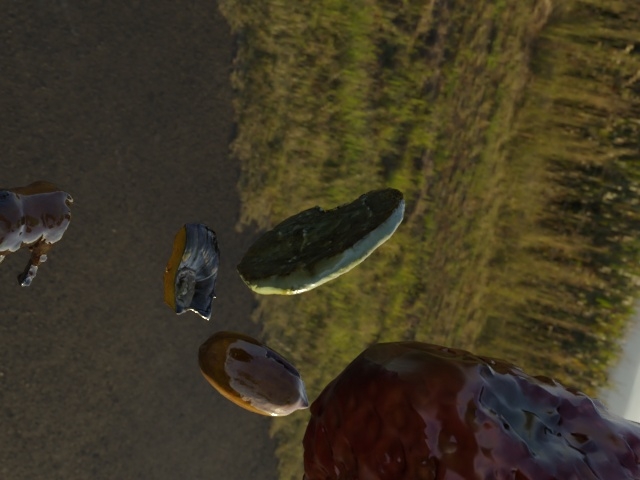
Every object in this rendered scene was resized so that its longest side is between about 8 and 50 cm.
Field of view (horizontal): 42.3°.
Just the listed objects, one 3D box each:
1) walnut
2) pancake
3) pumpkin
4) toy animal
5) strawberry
[{"bbox_3d":[-0.104,0.218,1.340,0.116,0.207,0.116,-56,-170,16],"label":"walnut"},{"bbox_3d":[0.000,0.000,1.124,0.253,0.253,0.037,-51,122,-48],"label":"pancake"},{"bbox_3d":[-0.135,0.031,0.860,0.073,0.035,0.101,9,89,-63],"label":"pumpkin"},{"bbox_3d":[-0.327,-0.014,0.778,0.224,0.066,0.230,-28,161,-40],"label":"toy animal"},{"bbox_3d":[0.129,0.200,0.549,0.292,0.292,0.310,-26,117,-65],"label":"strawberry"}]
